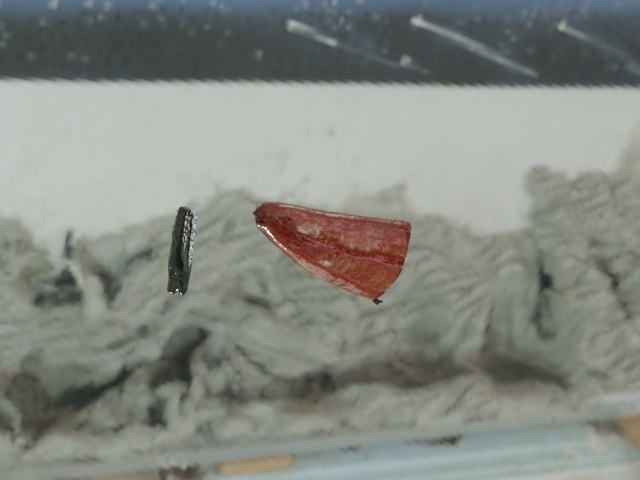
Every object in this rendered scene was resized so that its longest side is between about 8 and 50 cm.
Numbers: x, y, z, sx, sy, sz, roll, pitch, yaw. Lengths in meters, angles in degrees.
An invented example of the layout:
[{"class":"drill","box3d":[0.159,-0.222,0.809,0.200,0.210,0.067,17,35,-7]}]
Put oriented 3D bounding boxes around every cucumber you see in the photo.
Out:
[{"class":"cucumber","box3d":[-0.190,0.015,2.101,0.033,0.135,0.034,18,-160,23]}]

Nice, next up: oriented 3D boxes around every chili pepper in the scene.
[{"class":"chili pepper","box3d":[0.003,-0.003,1.479,0.169,0.088,0.065,19,-169,-35]}]
